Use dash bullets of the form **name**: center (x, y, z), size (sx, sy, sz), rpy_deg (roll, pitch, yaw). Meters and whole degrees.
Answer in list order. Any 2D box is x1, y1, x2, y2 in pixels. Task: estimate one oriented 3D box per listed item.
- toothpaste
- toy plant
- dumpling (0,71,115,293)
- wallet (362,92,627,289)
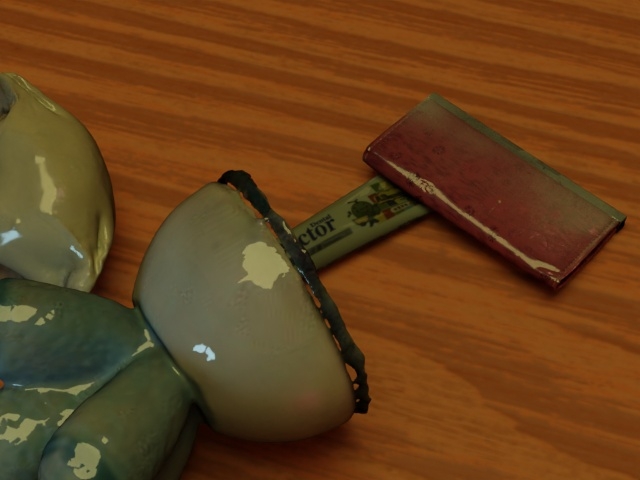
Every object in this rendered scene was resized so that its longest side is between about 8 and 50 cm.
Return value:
- **toothpaste**: center (0.000, 0.000, 1.256), size (0.255, 0.037, 0.067), rpy_deg (-29, 56, -20)
- **toy plant**: center (-0.156, 0.117, 1.072), size (0.332, 0.247, 0.247), rpy_deg (-30, 60, -11)
- **dumpling**: center (-0.266, -0.032, 1.231), size (0.132, 0.162, 0.250), rpy_deg (-2, 60, -44)
- **wallet**: center (0.162, -0.049, 1.278), size (0.232, 0.025, 0.119), rpy_deg (36, 54, 21)
